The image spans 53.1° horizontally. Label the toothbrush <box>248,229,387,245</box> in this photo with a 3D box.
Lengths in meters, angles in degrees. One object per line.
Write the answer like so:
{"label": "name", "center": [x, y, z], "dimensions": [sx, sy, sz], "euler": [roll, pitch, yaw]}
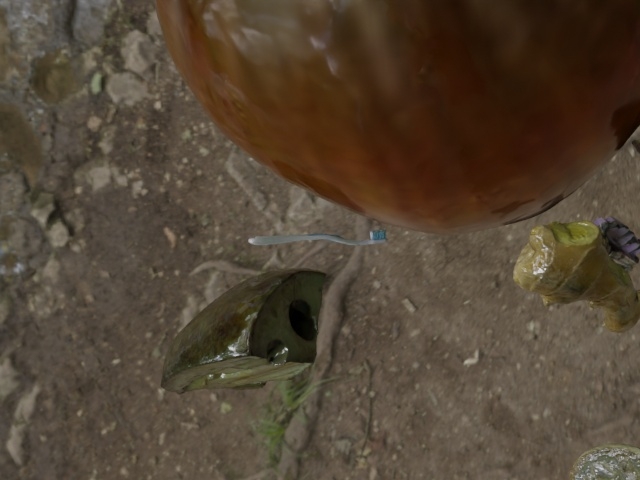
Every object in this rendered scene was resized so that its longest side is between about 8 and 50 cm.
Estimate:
{"label": "toothbrush", "center": [0.000, 0.000, 0.707], "dimensions": [0.014, 0.162, 0.017], "euler": [-168, 75, -70]}

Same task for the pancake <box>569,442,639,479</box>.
{"label": "pancake", "center": [0.448, 0.370, 0.946], "dimensions": [0.158, 0.028, 0.158], "euler": [10, 106, 37]}

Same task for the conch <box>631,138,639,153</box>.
{"label": "conch", "center": [0.368, -0.034, 0.523], "dimensions": [0.232, 0.086, 0.080], "euler": [42, 140, 47]}

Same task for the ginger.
{"label": "ginger", "center": [0.390, 0.069, 0.935], "dimensions": [0.131, 0.294, 0.086], "euler": [-46, 34, 10]}

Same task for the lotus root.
{"label": "lotus root", "center": [-0.110, 0.127, 0.890], "dimensions": [0.314, 0.210, 0.142], "euler": [-32, 57, 50]}

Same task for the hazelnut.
{"label": "hazelnut", "center": [0.074, -0.169, 0.432], "dimensions": [0.372, 0.372, 0.316], "euler": [-37, 68, 27]}

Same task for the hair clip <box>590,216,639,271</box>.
{"label": "hair clip", "center": [0.573, 0.017, 1.260], "dimensions": [0.106, 0.292, 0.085], "euler": [-44, 55, 23]}
